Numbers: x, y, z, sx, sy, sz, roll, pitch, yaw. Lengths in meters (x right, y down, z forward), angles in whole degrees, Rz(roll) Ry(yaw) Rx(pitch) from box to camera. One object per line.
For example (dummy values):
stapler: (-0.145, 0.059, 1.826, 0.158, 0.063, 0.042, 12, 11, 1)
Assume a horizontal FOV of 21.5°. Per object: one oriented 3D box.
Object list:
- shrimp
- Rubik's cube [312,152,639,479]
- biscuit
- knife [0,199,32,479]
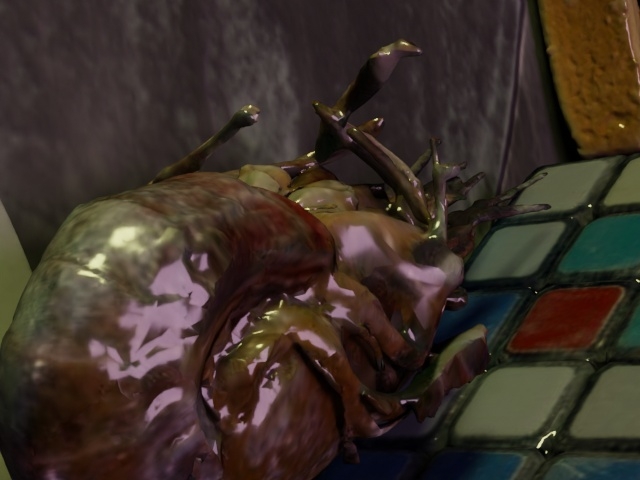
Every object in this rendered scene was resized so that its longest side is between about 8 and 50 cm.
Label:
shrimp: (-0.004, 0.005, 0.647, 0.343, 0.116, 0.145, -31, 109, -53)
Rubik's cube: (0.206, 0.140, 0.737, 0.287, 0.293, 0.292, -52, 121, -40)
biscuit: (0.151, -0.136, 0.936, 0.056, 0.052, 0.188, -18, 99, -65)
knife: (-0.097, 0.130, 0.565, 0.081, 0.043, 0.336, 15, 69, -57)
